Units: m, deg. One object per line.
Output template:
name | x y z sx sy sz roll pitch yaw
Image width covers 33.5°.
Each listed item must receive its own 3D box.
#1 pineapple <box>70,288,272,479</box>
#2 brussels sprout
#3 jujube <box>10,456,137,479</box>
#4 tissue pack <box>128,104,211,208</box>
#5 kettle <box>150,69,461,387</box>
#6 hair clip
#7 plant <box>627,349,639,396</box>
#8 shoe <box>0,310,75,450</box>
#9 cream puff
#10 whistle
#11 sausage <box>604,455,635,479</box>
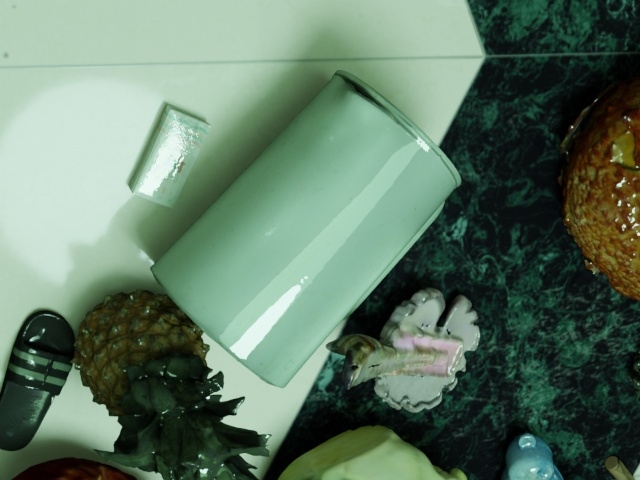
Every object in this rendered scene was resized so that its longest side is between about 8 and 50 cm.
pineapple | -0.163 0.180 1.125 0.165 0.364 0.165 -10 117 -20
brussels sprout | 0.060 0.413 1.374 0.344 0.268 0.344 -1 92 -36
jujube | -0.279 0.363 1.236 0.232 0.213 0.213 27 97 -18
tissue pack | -0.171 -0.095 1.212 0.056 0.023 0.108 21 101 -27
kettle | 0.004 0.002 1.221 0.265 0.205 0.318 42 87 -26
hair clip | 0.099 0.143 1.348 0.300 0.069 0.173 6 110 -56
plant | 0.518 0.205 1.569 0.143 0.092 0.094 29 103 -36
shoe | -0.331 0.171 1.230 0.071 0.049 0.179 19 101 -28
cream puff | 0.487 -0.065 1.381 0.350 0.228 0.350 -9 114 -20
whistle | 0.310 0.390 1.550 0.180 0.093 0.269 -9 114 7
sausage | 0.476 0.377 1.651 0.026 0.026 0.116 -42 120 -3
